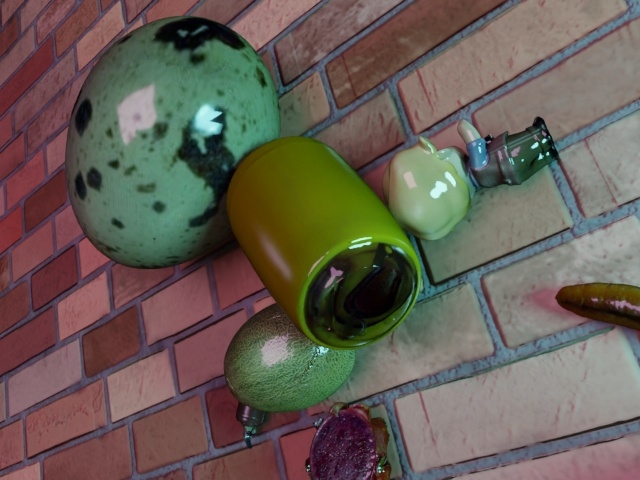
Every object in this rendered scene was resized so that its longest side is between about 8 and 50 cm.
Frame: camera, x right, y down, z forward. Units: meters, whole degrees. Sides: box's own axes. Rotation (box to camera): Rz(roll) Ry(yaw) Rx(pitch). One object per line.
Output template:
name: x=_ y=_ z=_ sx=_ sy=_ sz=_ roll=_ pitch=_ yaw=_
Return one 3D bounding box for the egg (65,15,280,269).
egg: x=-0.215 y=-0.132 z=0.831 sx=0.379 sy=0.287 sz=0.288 roll=-52 pitch=55 yaw=23

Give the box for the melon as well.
melon: x=-0.033 y=0.143 z=0.725 sx=0.192 sy=0.139 sz=0.139 roll=-26 pitch=64 yaw=13

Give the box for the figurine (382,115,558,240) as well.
figurine: x=0.164 y=-0.080 z=0.653 sx=0.196 sy=0.114 sz=0.108 roll=-29 pitch=63 yaw=20

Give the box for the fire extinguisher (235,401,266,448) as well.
fire extinguisher: x=-0.091 y=0.207 z=0.814 sx=0.064 sy=0.043 sz=0.158 roll=4 pitch=81 yaw=67

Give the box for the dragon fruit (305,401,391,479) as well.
dragon fruit: x=0.043 y=0.261 z=0.692 sx=0.112 sy=0.068 sz=0.126 roll=-48 pitch=43 yaw=5

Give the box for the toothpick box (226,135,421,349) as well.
toothpick box: x=0.000 y=0.000 z=0.664 sx=0.175 sy=0.175 sz=0.271 roll=-55 pitch=33 yaw=13

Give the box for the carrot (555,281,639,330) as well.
carrot: x=0.299 y=0.063 z=0.554 sx=0.139 sy=0.048 sz=0.048 roll=12 pitch=87 yaw=39
